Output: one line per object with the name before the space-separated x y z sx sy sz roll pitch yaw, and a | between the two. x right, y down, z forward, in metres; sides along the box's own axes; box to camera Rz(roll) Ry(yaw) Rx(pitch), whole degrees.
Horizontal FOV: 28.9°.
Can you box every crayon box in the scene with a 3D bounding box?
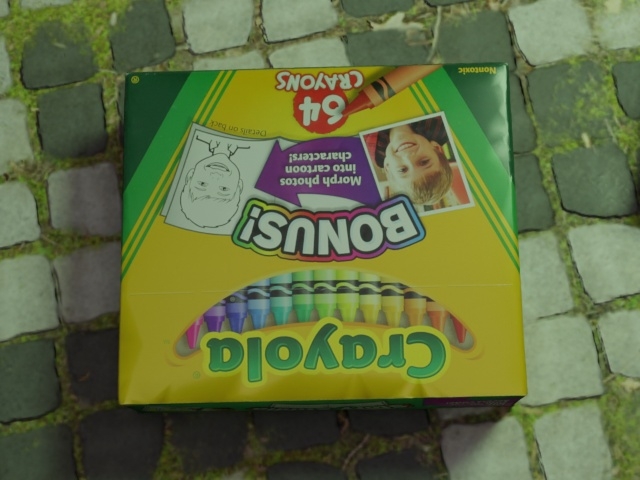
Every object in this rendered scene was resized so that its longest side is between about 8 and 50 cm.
crayon box | 0.000 0.000 1.163 0.362 0.106 0.313 -2 75 1
